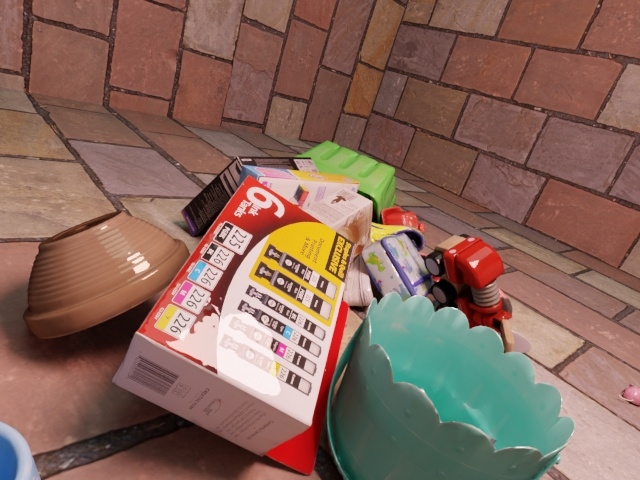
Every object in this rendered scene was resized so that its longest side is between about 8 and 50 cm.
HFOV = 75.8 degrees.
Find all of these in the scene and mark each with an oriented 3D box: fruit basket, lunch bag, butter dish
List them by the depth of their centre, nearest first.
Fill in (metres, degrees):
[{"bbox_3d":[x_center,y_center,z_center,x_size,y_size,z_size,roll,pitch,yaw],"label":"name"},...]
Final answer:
[{"bbox_3d":[0.198,0.074,1.003,0.176,0.090,0.219,62,24,12],"label":"lunch bag"},{"bbox_3d":[0.279,-0.033,1.323,0.118,0.160,0.159,-7,4,35],"label":"butter dish"},{"bbox_3d":[0.034,-0.133,1.373,0.391,0.283,0.393,-5,55,8],"label":"fruit basket"}]

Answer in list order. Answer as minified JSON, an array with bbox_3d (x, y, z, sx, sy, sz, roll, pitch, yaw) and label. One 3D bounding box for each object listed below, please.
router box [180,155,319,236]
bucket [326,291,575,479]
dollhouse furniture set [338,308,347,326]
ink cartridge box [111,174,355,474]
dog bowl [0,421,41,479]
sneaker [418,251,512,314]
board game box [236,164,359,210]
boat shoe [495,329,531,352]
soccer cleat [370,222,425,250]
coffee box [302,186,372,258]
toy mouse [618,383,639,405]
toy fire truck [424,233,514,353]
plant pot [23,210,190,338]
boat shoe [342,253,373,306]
[{"bbox_3d":[-0.170,-0.121,1.085,0.308,0.242,0.081,-17,75,-58],"label":"router box"},{"bbox_3d":[0.147,0.221,0.544,0.280,0.183,0.281,19,20,-7],"label":"bucket"},{"bbox_3d":[-0.116,0.113,0.751,0.212,0.161,0.242,1,48,-37],"label":"dollhouse furniture set"},{"bbox_3d":[-0.061,0.100,0.563,0.271,0.130,0.310,32,39,-11],"label":"ink cartridge box"},{"bbox_3d":[-0.379,0.200,0.332,0.296,0.074,0.166,19,20,0],"label":"dog bowl"},{"bbox_3d":[0.387,0.112,1.140,0.313,0.116,0.136,31,23,31],"label":"sneaker"},{"bbox_3d":[-0.063,-0.044,0.978,0.316,0.243,0.064,-3,28,-45],"label":"board game box"},{"bbox_3d":[0.433,0.223,0.991,0.142,0.049,0.040,22,20,17],"label":"boat shoe"},{"bbox_3d":[0.166,-0.007,1.204,0.288,0.094,0.121,2,5,-3],"label":"soccer cleat"},{"bbox_3d":[0.000,0.000,0.934,0.246,0.141,0.098,-33,48,-30],"label":"coffee box"},{"bbox_3d":[0.745,0.359,0.928,0.160,0.031,0.143,22,21,9],"label":"toy mouse"},{"bbox_3d":[0.348,0.124,0.885,0.158,0.217,0.246,-28,24,-20],"label":"toy fire truck"},{"bbox_3d":[-0.322,0.028,0.604,0.237,0.110,0.237,-16,20,6],"label":"plant pot"},{"bbox_3d":[0.084,0.084,1.001,0.075,0.083,0.226,-10,18,7],"label":"boat shoe"}]
